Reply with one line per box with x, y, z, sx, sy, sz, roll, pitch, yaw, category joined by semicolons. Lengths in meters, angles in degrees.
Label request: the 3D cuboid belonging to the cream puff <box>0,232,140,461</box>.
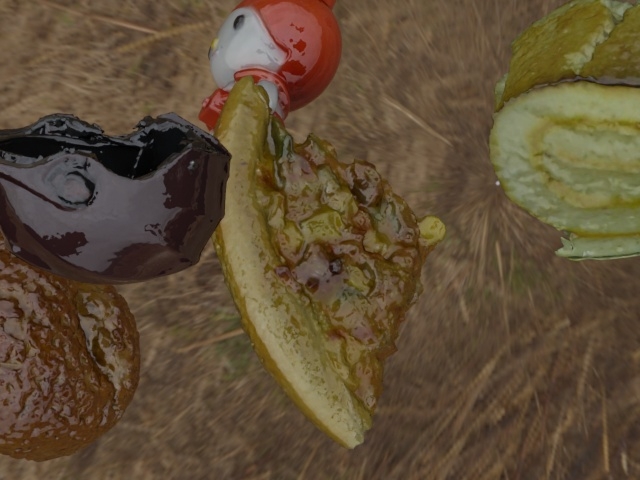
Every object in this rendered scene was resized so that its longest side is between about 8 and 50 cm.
-0.329;0.100;1.731;0.303;0.303;0.212;34;98;4;cream puff

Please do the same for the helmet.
-0.100;-0.016;0.710;0.123;0.098;0.070;-4;106;-12;helmet

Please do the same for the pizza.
-0.020;0.018;1.444;0.258;0.087;0.268;35;53;-16;pizza

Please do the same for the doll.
-0.046;-0.198;1.653;0.130;0.161;0.290;28;63;-11;doll

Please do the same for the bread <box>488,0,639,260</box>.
0.253;-0.082;1.155;0.257;0.124;0.186;0;137;19;bread
